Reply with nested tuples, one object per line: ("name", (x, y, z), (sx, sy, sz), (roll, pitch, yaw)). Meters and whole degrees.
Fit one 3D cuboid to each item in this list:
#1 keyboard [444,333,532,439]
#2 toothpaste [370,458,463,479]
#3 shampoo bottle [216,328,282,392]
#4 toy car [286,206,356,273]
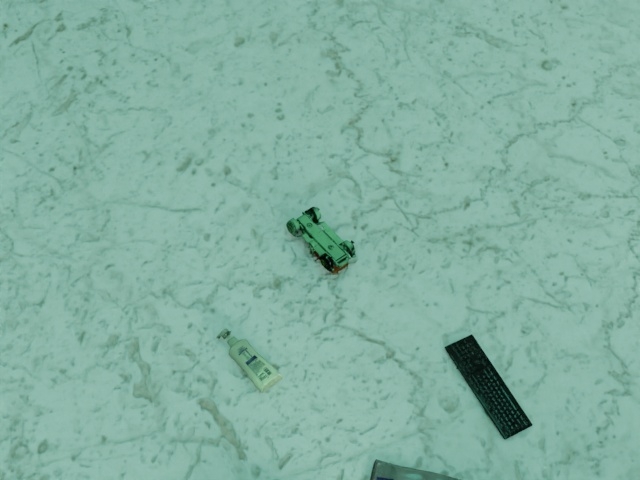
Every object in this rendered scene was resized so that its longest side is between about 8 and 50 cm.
("keyboard", (0.305, 0.265, 1.821), (0.067, 0.011, 0.202), (-22, 63, -19))
("toothpaste", (0.216, 0.449, 1.675), (0.283, 0.068, 0.099), (9, 27, 11))
("shampoo bottle", (-0.131, 0.211, 1.797), (0.049, 0.034, 0.141), (-38, 68, -17))
("toy car", (0.000, 0.000, 1.931), (0.073, 0.054, 0.143), (-34, 63, -25))
